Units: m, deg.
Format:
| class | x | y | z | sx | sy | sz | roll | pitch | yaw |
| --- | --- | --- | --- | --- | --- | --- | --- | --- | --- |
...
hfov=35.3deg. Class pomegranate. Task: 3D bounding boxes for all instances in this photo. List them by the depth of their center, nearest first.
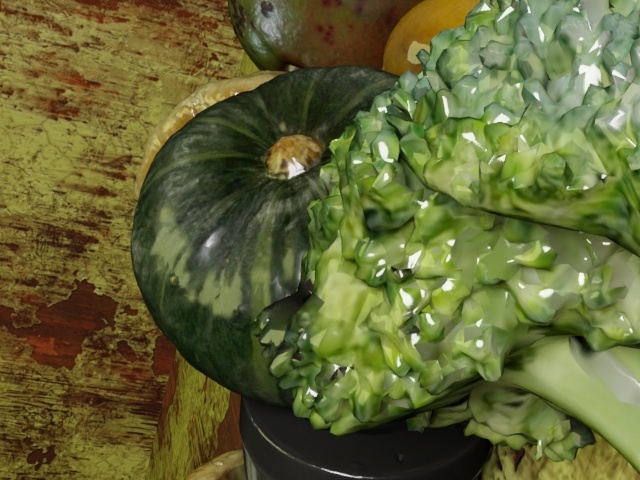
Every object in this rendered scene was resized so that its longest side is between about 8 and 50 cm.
| class | x | y | z | sx | sy | sz | roll | pitch | yaw |
| --- | --- | --- | --- | --- | --- | --- | --- | --- | --- |
| pomegranate | 0.041 | -0.292 | 1.046 | 0.291 | 0.291 | 0.323 | 162 | 118 | -73 |

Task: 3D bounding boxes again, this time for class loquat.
| class | x | y | z | sx | sy | sz | roll | pitch | yaw |
| --- | --- | --- | --- | --- | --- | --- | --- | --- | --- |
| loquat | 0.127 | -0.155 | 0.891 | 0.141 | 0.141 | 0.141 | -169 | 90 | -75 |

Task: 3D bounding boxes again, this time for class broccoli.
| class | x | y | z | sx | sy | sz | roll | pitch | yaw |
| --- | --- | --- | --- | --- | --- | --- | --- | --- | --- |
| broccoli | 0.134 | 0.004 | 0.503 | 0.338 | 0.277 | 0.317 | 1 | 117 | 40 |

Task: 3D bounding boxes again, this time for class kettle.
| class | x | y | z | sx | sy | sz | roll | pitch | yaw |
| --- | --- | --- | --- | --- | --- | --- | --- | --- | --- |
| kettle | 0.023 | 0.220 | 0.896 | 0.251 | 0.207 | 0.271 | 48 | 143 | 50 |

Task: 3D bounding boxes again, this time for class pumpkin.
| class | x | y | z | sx | sy | sz | roll | pitch | yaw |
| --- | --- | --- | --- | --- | --- | --- | --- | --- | --- |
| pumpkin | 0.000 | 0.000 | 0.797 | 0.300 | 0.300 | 0.207 | -96 | -4 | -47 |

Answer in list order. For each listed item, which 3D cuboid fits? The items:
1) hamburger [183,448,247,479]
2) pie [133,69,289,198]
| class | x | y | z | sx | sy | sz | roll | pitch | yaw |
| --- | --- | --- | --- | --- | --- | --- | --- | --- | --- |
| hamburger | -0.070 | 0.346 | 1.032 | 0.283 | 0.145 | 0.259 | 37 | -133 | -75 |
| pie | -0.031 | -0.023 | 1.037 | 0.083 | 0.339 | 0.339 | -60 | -6 | -52 |
